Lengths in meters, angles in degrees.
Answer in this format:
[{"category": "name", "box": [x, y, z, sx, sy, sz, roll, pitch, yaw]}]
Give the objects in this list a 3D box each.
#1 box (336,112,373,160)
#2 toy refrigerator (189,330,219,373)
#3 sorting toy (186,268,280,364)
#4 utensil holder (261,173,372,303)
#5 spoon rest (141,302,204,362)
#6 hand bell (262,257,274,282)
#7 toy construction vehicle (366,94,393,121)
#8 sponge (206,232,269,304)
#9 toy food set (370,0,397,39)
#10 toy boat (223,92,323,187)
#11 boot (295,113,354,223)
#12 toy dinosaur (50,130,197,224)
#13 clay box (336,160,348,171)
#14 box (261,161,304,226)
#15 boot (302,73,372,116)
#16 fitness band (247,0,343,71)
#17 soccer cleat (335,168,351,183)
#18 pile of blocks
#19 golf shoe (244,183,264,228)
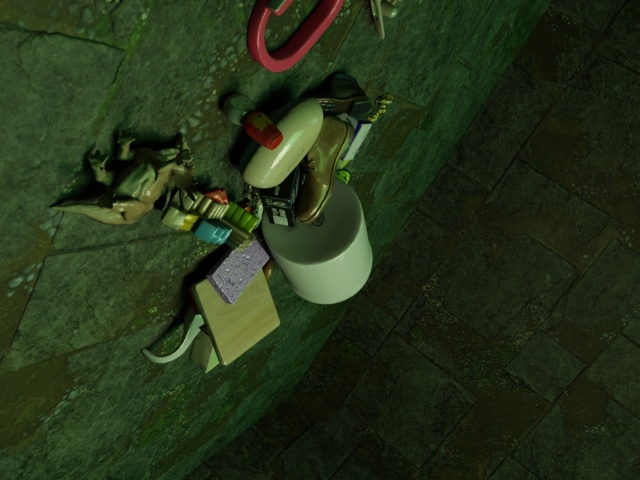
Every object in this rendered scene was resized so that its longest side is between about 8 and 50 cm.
[{"category": "box", "box": [0.057, -0.320, 1.609, 0.072, 0.137, 0.126, -22, 145, -58]}, {"category": "toy refrigerator", "box": [-0.362, 0.331, 1.899, 0.102, 0.094, 0.269, -35, 155, -45]}, {"category": "sorting toy", "box": [-0.269, 0.199, 1.676, 0.257, 0.090, 0.255, -33, 110, -48]}, {"category": "utensil holder", "box": [0.000, 0.000, 1.794, 0.327, 0.328, 0.385, -49, 161, -12]}, {"category": "spoon rest", "box": [-0.405, 0.269, 1.682, 0.276, 0.084, 0.137, -44, 161, -24]}, {"category": "hand bell", "box": [-0.216, 0.175, 2.005, 0.126, 0.126, 0.241, -8, 120, -66]}, {"category": "toy construction vehicle", "box": [0.207, -0.454, 1.909, 0.098, 0.035, 0.085, -37, 157, -41]}, {"category": "sponge", "box": [-0.239, 0.076, 1.632, 0.117, 0.031, 0.210, 60, 45, -27]}, {"category": "toy food set", "box": [0.235, -0.690, 1.409, 0.306, 0.092, 0.220, -52, 163, -3]}, {"category": "toy boat", "box": [-0.120, -0.256, 1.313, 0.267, 0.148, 0.318, -49, 171, 6]}, {"category": "boot", "box": [-0.019, -0.197, 1.517, 0.115, 0.112, 0.305, 16, 96, -44]}, {"category": "toy dinosaur", "box": [-0.341, -0.099, 1.059, 0.296, 0.127, 0.200, -40, 167, -19]}, {"category": "clay box", "box": [0.043, -0.268, 1.820, 0.222, 0.053, 0.127, -45, 165, -19]}, {"category": "box", "box": [-0.101, -0.141, 1.553, 0.180, 0.078, 0.147, 86, 15, -67]}, {"category": "boot", "box": [0.027, -0.397, 1.515, 0.220, 0.106, 0.082, -6, 154, -29]}, {"category": "fitness band", "box": [-0.042, -0.490, 1.170, 0.290, 0.054, 0.209, -50, 166, -4]}, {"category": "soccer cleat", "box": [0.065, -0.202, 1.845, 0.072, 0.060, 0.179, -56, -179, -25]}, {"category": "pile of blocks", "box": [-0.235, -0.062, 1.348, 0.112, 0.149, 0.362, -55, 162, 9]}, {"category": "golf shoe", "box": [-0.175, -0.106, 1.565, 0.086, 0.069, 0.176, -45, 163, -43]}]
